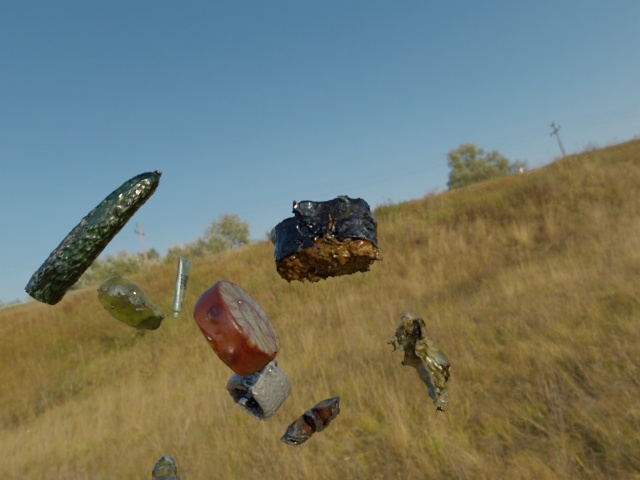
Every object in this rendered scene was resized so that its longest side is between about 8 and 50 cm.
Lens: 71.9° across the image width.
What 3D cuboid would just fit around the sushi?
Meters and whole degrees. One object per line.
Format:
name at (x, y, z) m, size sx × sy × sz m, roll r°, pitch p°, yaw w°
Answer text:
sushi at (0.000, 0.000, 1.308) m, size 0.348 × 0.208 × 0.234 m, roll -19°, pitch -41°, yaw 31°

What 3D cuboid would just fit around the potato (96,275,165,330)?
potato at (-0.596, 0.203, 1.390) m, size 0.117 × 0.225 × 0.090 m, roll -52°, pitch 13°, yaw -19°

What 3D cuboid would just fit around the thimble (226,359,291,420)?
thimble at (-0.233, 0.552, 1.667) m, size 0.157 × 0.217 × 0.246 m, roll -51°, pitch -19°, yaw -39°

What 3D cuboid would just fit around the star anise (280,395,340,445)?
star anise at (-0.034, 0.831, 2.021) m, size 0.331 × 0.118 × 0.332 m, roll -36°, pitch -15°, yaw -12°

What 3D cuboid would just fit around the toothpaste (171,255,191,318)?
toothpaste at (-0.526, 0.177, 1.664) m, size 0.038 × 0.234 × 0.060 m, roll -6°, pitch -20°, yaw 33°

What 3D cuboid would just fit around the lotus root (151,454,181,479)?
lotus root at (-0.386, 0.683, 1.052) m, size 0.139 × 0.322 × 0.158 m, roll -6°, pitch -46°, yaw 15°

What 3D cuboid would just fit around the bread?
bread at (-0.251, 0.263, 1.346) m, size 0.114 × 0.295 × 0.327 m, roll -37°, pitch -8°, yaw 3°

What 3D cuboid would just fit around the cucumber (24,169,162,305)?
cucumber at (-0.386, -0.019, 0.766) m, size 0.293 × 0.067 × 0.067 m, roll -51°, pitch -3°, yaw -7°

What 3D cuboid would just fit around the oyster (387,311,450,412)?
oyster at (0.317, 0.370, 1.395) m, size 0.133 × 0.337 × 0.197 m, roll -34°, pitch 19°, yaw -17°

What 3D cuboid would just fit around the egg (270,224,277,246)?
egg at (-0.124, -0.007, 1.810) m, size 0.181 × 0.141 × 0.141 m, roll 23°, pitch -30°, yaw -36°
